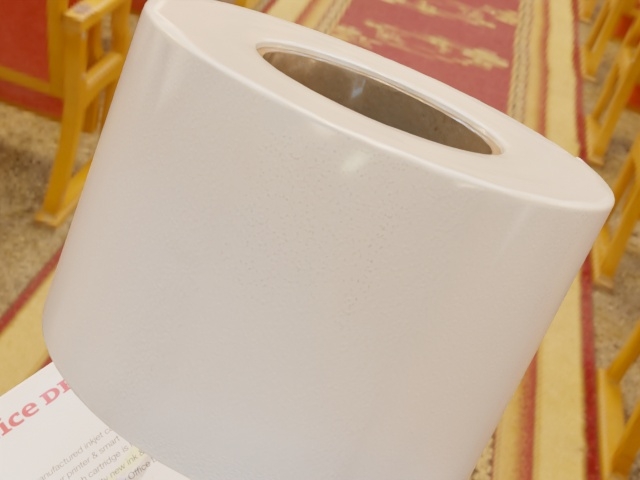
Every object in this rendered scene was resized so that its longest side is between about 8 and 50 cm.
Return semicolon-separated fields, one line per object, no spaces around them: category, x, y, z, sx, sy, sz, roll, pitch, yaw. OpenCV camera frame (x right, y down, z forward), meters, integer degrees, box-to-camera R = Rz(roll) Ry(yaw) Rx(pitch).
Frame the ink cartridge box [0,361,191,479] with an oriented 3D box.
ink cartridge box;-0.147;0.245;0.775;0.198;0.197;0.270;-35;60;-23

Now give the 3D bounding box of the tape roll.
tape roll;0.000;0.000;0.497;0.246;0.169;0.246;21;18;-7
